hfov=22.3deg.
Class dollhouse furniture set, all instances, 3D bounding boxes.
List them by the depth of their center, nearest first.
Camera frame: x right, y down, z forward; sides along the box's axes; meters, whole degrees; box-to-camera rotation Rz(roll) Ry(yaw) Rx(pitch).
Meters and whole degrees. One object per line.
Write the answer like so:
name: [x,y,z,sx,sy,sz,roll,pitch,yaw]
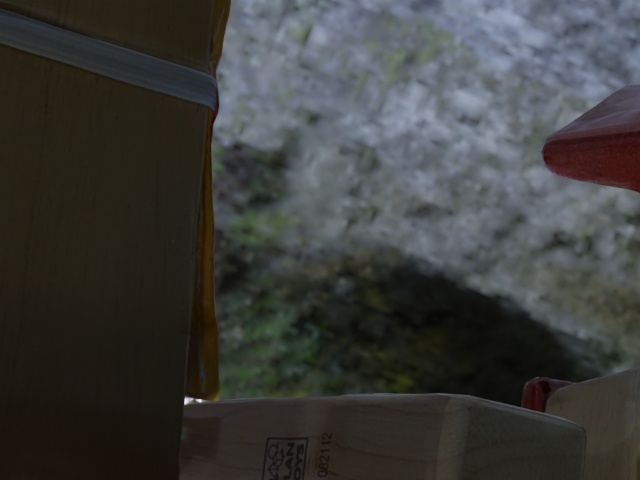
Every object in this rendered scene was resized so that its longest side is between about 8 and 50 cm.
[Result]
dollhouse furniture set: [0.000,0.000,0.482,0.152,0.374,0.201,-8,-106,49]
